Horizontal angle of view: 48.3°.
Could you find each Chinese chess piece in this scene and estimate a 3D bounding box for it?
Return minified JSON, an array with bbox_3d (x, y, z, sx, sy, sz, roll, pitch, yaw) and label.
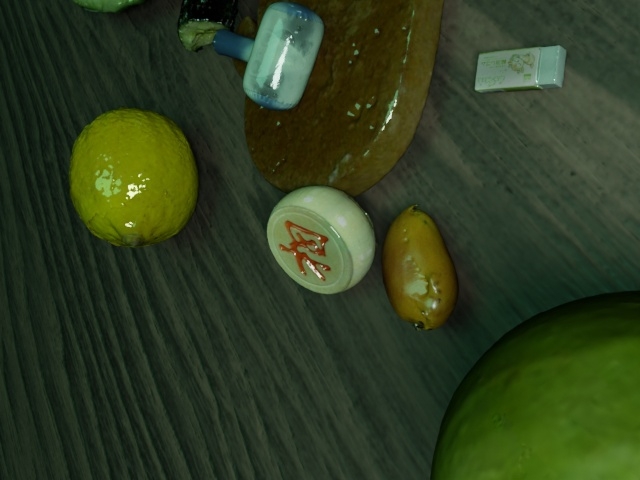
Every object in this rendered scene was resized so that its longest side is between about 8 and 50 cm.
[{"bbox_3d":[0.000,0.000,0.765,0.122,0.051,0.122,22,133,25],"label":"Chinese chess piece"}]

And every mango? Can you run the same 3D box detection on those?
[{"bbox_3d":[0.098,0.027,0.697,0.077,0.063,0.127,-33,57,42],"label":"mango"}]

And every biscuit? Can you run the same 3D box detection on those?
[{"bbox_3d":[0.008,-0.227,0.825,0.314,0.063,0.367,5,87,48],"label":"biscuit"}]

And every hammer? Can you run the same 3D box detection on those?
[{"bbox_3d":[-0.074,-0.220,0.823,0.194,0.069,0.116,32,106,50],"label":"hammer"}]

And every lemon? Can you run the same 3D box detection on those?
[{"bbox_3d":[-0.256,-0.086,0.980,0.180,0.180,0.193,-44,77,30],"label":"lemon"}]

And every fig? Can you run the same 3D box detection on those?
[{"bbox_3d":[0.227,0.164,0.404,0.316,0.316,0.316,-8,78,43],"label":"fig"}]

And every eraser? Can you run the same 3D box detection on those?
[{"bbox_3d":[0.186,-0.160,0.669,0.083,0.019,0.038,6,87,44],"label":"eraser"}]

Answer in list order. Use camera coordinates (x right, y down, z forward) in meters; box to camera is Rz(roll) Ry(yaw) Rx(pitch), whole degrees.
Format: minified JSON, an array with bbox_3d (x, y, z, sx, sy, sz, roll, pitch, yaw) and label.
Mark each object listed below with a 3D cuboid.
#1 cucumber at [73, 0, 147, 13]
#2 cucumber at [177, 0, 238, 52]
[{"bbox_3d":[-0.297,-0.441,1.128,0.325,0.105,0.145,-1,110,44],"label":"cucumber"},{"bbox_3d":[-0.141,-0.394,0.964,0.081,0.072,0.303,-20,58,40],"label":"cucumber"}]
